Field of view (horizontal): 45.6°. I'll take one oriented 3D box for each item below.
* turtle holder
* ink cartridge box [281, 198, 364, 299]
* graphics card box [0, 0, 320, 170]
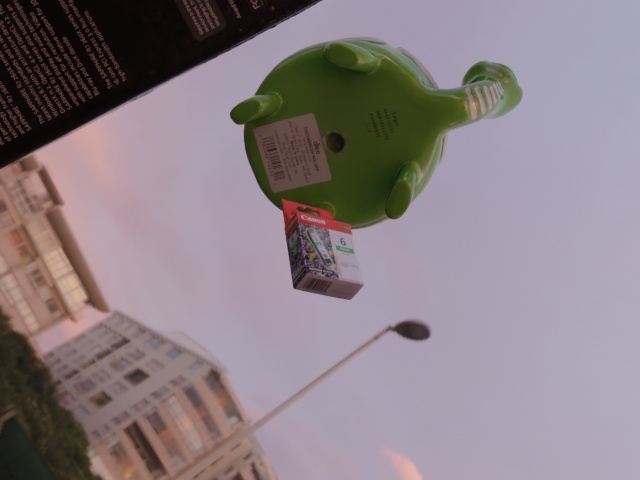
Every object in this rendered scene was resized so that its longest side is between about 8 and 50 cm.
[{"bbox_3d":[0.064,-0.163,0.982,0.243,0.227,0.320,47,-63,1],"label":"turtle holder"},{"bbox_3d":[0.000,0.000,0.736,0.029,0.063,0.115,-52,-145,40],"label":"ink cartridge box"},{"bbox_3d":[-0.197,-0.195,0.528,0.232,0.371,0.094,61,2,-15],"label":"graphics card box"}]
